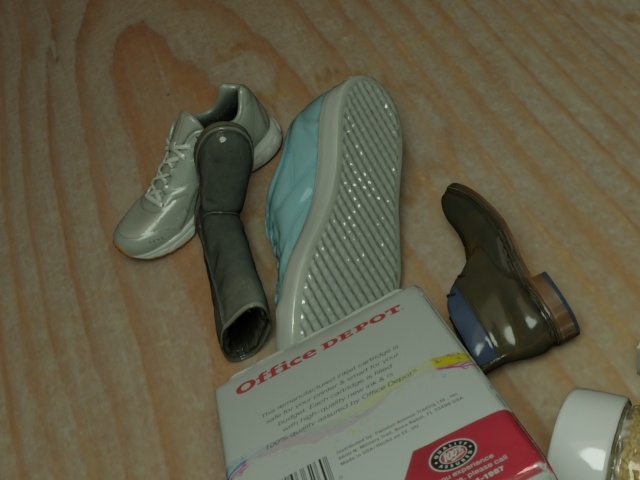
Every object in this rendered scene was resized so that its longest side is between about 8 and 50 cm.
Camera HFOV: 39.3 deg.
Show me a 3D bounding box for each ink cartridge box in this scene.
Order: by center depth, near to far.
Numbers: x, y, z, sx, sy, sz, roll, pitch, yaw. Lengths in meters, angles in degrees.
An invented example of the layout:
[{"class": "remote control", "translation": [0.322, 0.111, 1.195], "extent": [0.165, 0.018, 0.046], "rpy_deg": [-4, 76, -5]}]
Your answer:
[{"class": "ink cartridge box", "translation": [0.047, 0.188, 0.736], "extent": [0.226, 0.131, 0.306], "rpy_deg": [-27, 21, 0]}]

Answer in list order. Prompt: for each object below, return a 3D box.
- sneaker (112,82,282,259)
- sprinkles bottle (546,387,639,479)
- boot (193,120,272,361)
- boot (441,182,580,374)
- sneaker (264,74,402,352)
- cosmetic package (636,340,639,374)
[{"class": "sneaker", "translation": [-0.170, -0.095, 1.114], "extent": [0.099, 0.121, 0.262], "rpy_deg": [32, 72, 37]}, {"class": "sprinkles bottle", "translation": [0.357, 0.207, 0.681], "extent": [0.355, 0.121, 0.121], "rpy_deg": [9, 60, 27]}, {"class": "boot", "translation": [-0.099, 0.000, 0.992], "extent": [0.076, 0.189, 0.208], "rpy_deg": [-2, 44, -9]}, {"class": "boot", "translation": [0.156, 0.035, 0.913], "extent": [0.106, 0.082, 0.219], "rpy_deg": [-30, 52, -4]}, {"class": "sneaker", "translation": [0.000, 0.000, 0.998], "extent": [0.150, 0.135, 0.365], "rpy_deg": [-21, 49, 49]}, {"class": "cosmetic package", "translation": [0.384, 0.028, 0.838], "extent": [0.099, 0.060, 0.239], "rpy_deg": [16, 63, 32]}]
